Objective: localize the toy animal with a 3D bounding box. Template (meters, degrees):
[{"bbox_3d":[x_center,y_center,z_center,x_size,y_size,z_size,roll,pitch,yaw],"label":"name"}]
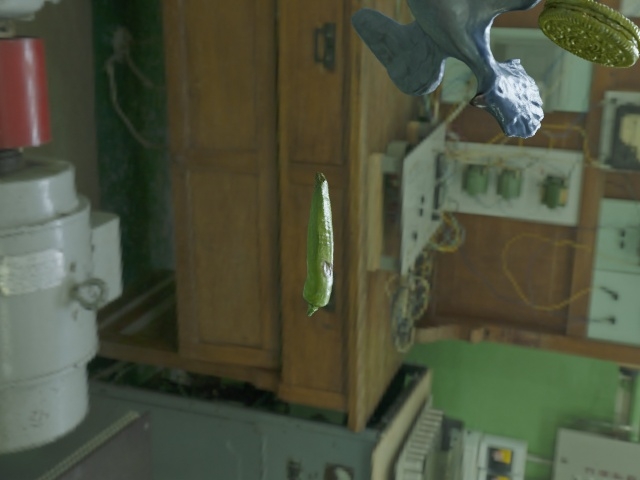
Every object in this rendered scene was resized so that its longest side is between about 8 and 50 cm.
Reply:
[{"bbox_3d":[0.111,-0.208,0.824,0.176,0.239,0.256,23,53,-31],"label":"toy animal"}]

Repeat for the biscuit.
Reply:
[{"bbox_3d":[0.208,-0.161,0.727,0.023,0.084,0.084,-63,160,1],"label":"biscuit"}]

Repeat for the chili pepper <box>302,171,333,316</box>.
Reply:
[{"bbox_3d":[0.000,0.000,1.305,0.049,0.043,0.208,35,57,-67],"label":"chili pepper"}]
